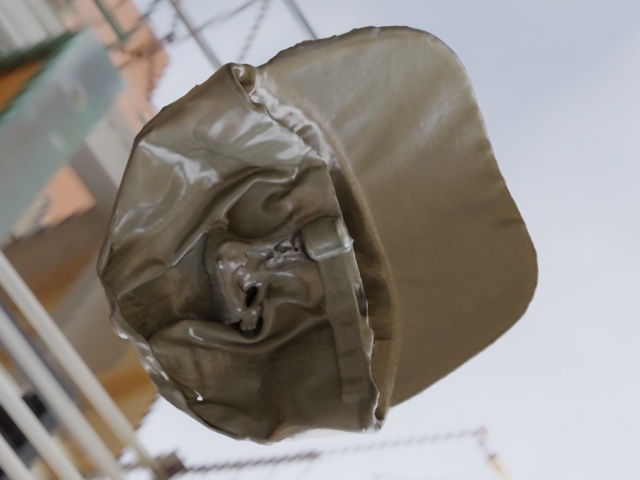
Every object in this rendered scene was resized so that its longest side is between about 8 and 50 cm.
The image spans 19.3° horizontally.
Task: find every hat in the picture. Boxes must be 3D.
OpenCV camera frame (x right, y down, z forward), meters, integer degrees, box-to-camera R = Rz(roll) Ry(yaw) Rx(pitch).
[{"bbox_3d":[0.000,0.000,1.086,0.149,0.214,0.245,-19,-179,35],"label":"hat"}]
